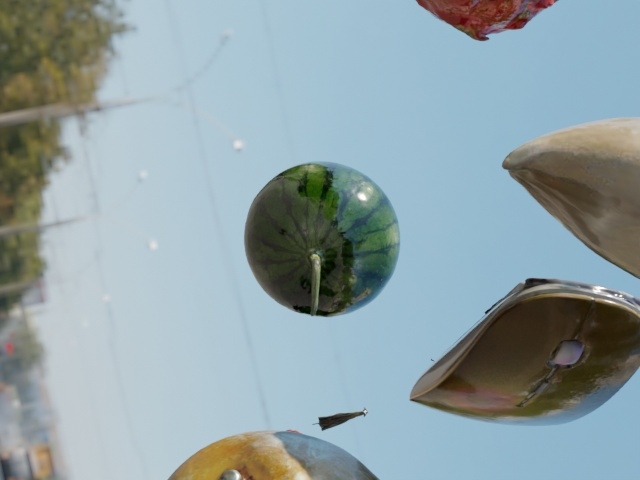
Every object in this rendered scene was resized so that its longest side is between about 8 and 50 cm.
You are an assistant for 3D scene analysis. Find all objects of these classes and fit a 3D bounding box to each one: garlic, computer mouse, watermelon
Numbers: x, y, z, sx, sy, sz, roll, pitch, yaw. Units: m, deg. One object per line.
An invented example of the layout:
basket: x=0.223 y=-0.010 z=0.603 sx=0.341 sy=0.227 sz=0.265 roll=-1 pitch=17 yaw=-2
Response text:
garlic: x=0.292 y=-0.011 z=1.260 sx=0.143 sy=0.318 sz=0.112 roll=-39 pitch=-158 yaw=55
computer mouse: x=0.191 y=0.122 z=1.580 sx=0.310 sy=0.158 sz=0.072 roll=128 pitch=-30 yaw=-60
watermelon: x=0.000 y=0.000 z=1.972 sx=0.215 sy=0.188 sz=0.188 roll=-44 pitch=124 yaw=-77

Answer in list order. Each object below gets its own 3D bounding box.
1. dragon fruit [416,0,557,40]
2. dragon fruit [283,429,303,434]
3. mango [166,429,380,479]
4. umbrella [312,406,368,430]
dragon fruit: x=0.127 y=-0.228 z=1.276 sx=0.111 sy=0.153 sz=0.153 roll=-96 pitch=175 yaw=-84
dragon fruit: x=-0.118 y=0.463 z=2.434 sx=0.228 sy=0.286 sz=0.329 roll=56 pitch=-23 yaw=14
mango: x=-0.023 y=0.287 z=1.299 sx=0.199 sy=0.221 sz=0.384 roll=-93 pitch=172 yaw=-46
umbrella: x=0.027 y=0.248 z=2.331 sx=0.031 sy=0.083 sz=0.020 roll=27 pitch=45 yaw=-66
